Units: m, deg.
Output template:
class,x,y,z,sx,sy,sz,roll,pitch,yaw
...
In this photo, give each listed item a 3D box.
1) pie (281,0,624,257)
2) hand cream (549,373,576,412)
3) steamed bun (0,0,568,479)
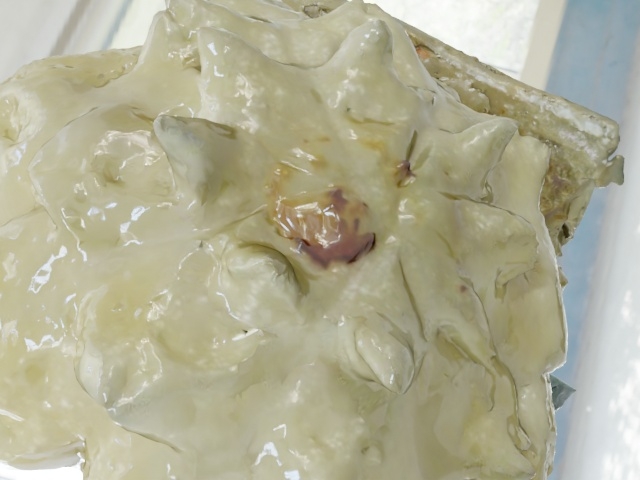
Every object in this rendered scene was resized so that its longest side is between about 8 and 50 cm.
class,x,y,z,sx,sy,sz,roll,pitch,yaw
pie,0.046,-0.077,0.642,0.068,0.282,0.128,-43,-25,-45
hand cream,0.066,0.178,0.690,0.248,0.052,0.075,-53,-25,4
steamed bun,0.000,0.000,0.428,0.137,0.295,0.292,130,138,-50
